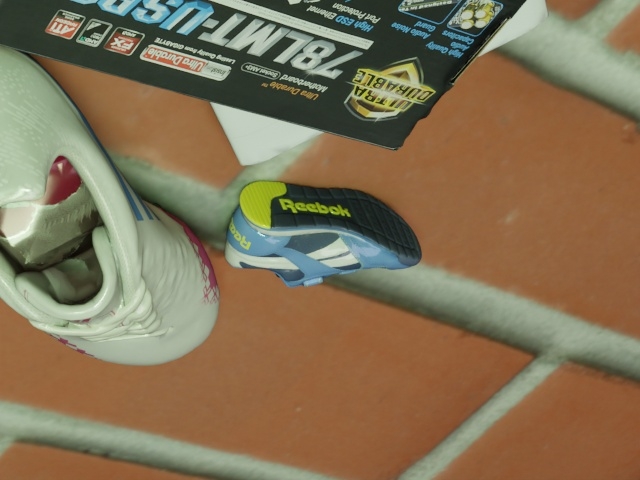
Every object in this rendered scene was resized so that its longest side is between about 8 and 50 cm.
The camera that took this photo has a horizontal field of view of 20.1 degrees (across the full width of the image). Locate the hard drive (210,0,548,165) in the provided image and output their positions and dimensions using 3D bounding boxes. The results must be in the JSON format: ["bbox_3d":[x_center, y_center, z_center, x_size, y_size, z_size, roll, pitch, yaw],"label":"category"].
[{"bbox_3d":[0.002,-0.186,0.978,0.210,0.040,0.319,-26,144,-2],"label":"hard drive"}]

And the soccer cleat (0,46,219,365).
[{"bbox_3d":[-0.140,0.018,1.052,0.116,0.143,0.331,-30,144,4],"label":"soccer cleat"}]

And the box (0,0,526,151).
[{"bbox_3d":[0.012,-0.191,0.880,0.295,0.073,0.293,12,130,-42],"label":"box"}]

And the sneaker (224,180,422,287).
[{"bbox_3d":[0.000,0.000,1.198,0.144,0.053,0.059,11,130,-29],"label":"sneaker"}]
